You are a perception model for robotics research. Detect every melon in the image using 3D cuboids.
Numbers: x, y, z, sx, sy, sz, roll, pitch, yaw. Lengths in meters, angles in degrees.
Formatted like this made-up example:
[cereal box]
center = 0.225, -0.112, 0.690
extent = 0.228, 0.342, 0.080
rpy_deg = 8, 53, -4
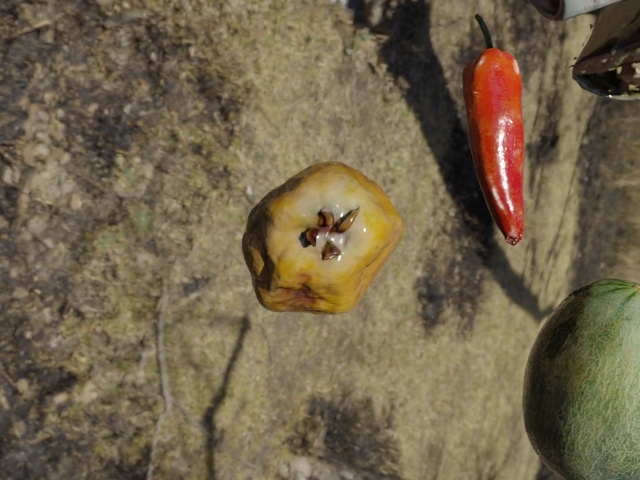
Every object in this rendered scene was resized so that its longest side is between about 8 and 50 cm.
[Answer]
[melon]
center = 0.206, 0.110, 0.570
extent = 0.114, 0.114, 0.167
rpy_deg = -26, 124, -59

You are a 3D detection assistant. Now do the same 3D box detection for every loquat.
[loquat]
center = 0.000, 0.000, 0.602
extent = 0.113, 0.137, 0.137
rpy_deg = 62, 23, 11

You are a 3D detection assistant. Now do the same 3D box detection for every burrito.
[burrito]
center = 0.445, -0.315, 0.921
extent = 0.332, 0.135, 0.190
rpy_deg = -62, -163, -17

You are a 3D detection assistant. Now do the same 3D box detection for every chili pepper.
[chili pepper]
center = 0.197, -0.130, 0.879
extent = 0.071, 0.063, 0.272
rpy_deg = 2, 77, -27

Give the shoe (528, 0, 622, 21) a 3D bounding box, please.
[shoe]
center = 0.256, -0.277, 0.798
extent = 0.103, 0.251, 0.100
rpy_deg = 54, 42, -82
